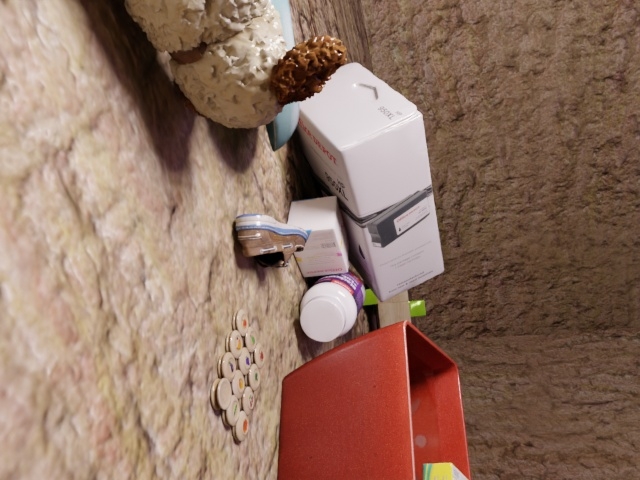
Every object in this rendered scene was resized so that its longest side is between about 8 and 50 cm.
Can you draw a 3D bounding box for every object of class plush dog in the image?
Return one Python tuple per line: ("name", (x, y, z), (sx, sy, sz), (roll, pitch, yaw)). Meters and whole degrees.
("plush dog", (-0.103, -0.214, 0.530), (0.210, 0.262, 0.225), (-46, 126, -29))

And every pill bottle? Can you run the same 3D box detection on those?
("pill bottle", (0.022, 0.124, 1.036), (0.193, 0.108, 0.108), (-41, 124, -74))

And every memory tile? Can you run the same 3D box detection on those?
("memory tile", (-0.103, 0.172, 0.702), (0.148, 0.012, 0.113), (-80, 159, -48))

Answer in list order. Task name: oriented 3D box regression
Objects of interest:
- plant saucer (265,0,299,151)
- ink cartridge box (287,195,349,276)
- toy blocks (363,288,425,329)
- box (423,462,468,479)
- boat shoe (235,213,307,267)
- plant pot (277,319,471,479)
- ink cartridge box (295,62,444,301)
("plant saucer", (-0.073, -0.286, 0.754), (0.317, 0.044, 0.317), (169, -90, -83))
("ink cartridge box", (0.000, 0.000, 1.040), (0.143, 0.092, 0.090), (72, 17, -44))
("toy blocks", (0.229, 0.199, 1.780), (0.261, 0.191, 0.381), (57, 27, -85))
("box", (0.160, 0.380, 0.659), (0.105, 0.043, 0.179), (52, 34, -41))
("boat shoe", (-0.074, 0.008, 0.810), (0.183, 0.066, 0.066), (18, 70, -64))
("plant pot", (0.080, 0.308, 0.854), (0.267, 0.236, 0.267), (41, 42, -49))
("ink cartridge box", (0.093, -0.117, 1.106), (0.285, 0.166, 0.394), (54, -13, 48))
